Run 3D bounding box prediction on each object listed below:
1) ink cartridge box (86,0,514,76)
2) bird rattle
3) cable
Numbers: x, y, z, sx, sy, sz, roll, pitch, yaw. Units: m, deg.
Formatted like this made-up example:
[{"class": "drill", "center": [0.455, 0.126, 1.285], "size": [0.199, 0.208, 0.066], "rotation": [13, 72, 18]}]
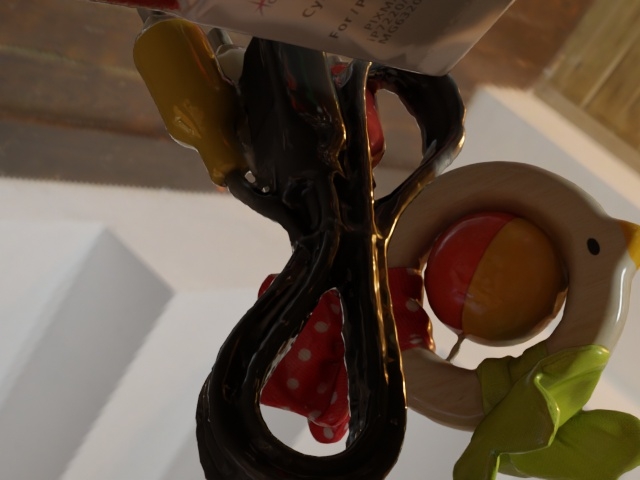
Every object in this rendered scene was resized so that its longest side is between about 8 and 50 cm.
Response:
[{"class": "ink cartridge box", "center": [-0.091, -0.189, 0.456], "size": [0.261, 0.296, 0.066], "rotation": [1, 139, -50]}, {"class": "bird rattle", "center": [0.085, 0.050, 0.847], "size": [0.207, 0.253, 0.143], "rotation": [-59, 140, -10]}, {"class": "cable", "center": [0.000, 0.000, 0.550], "size": [0.139, 0.287, 0.072], "rotation": [13, 134, -23]}]
